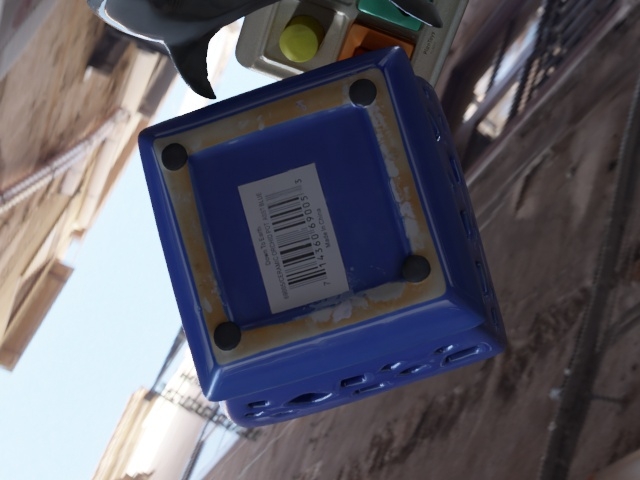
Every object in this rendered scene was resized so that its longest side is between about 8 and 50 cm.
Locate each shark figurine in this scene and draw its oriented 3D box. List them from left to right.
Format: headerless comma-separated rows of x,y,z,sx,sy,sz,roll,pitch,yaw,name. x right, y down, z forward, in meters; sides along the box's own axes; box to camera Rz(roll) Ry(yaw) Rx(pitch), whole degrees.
-0.061,-0.167,0.881,0.278,0.166,0.116,-15,-78,-32,shark figurine

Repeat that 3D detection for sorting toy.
0.026,-0.207,1.091,0.196,0.347,0.047,22,-152,4,sorting toy

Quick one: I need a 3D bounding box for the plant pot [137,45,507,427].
0.000,0.000,0.878,0.236,0.212,0.236,-17,-100,6,plant pot
